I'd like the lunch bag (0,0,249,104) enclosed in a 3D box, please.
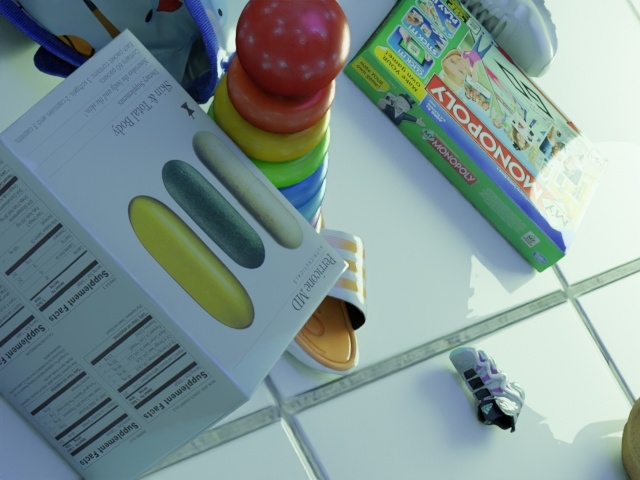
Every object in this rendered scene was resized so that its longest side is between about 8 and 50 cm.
[{"bbox_3d":[-0.173,-0.315,1.545,0.385,0.239,0.328,41,39,-2],"label":"lunch bag"}]

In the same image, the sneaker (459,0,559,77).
[{"bbox_3d":[0.196,-0.288,2.015,0.094,0.090,0.235,-11,61,-42],"label":"sneaker"}]

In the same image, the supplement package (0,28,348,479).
[{"bbox_3d":[-0.161,0.018,1.329,0.263,0.198,0.199,47,39,-7],"label":"supplement package"}]

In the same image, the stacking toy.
[{"bbox_3d":[-0.043,-0.091,1.400,0.141,0.330,0.141,5,61,-9],"label":"stacking toy"}]

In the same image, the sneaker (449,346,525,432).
[{"bbox_3d":[0.164,0.154,1.676,0.098,0.038,0.069,37,41,-18],"label":"sneaker"}]

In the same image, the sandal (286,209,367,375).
[{"bbox_3d":[-0.008,-0.002,1.593,0.102,0.076,0.265,11,54,-39],"label":"sandal"}]

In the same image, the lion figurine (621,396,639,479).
[{"bbox_3d":[0.392,0.283,1.755,0.240,0.142,0.392,9,41,-32],"label":"lion figurine"}]

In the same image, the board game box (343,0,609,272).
[{"bbox_3d":[0.184,-0.139,1.913,0.317,0.046,0.213,45,38,-9],"label":"board game box"}]
